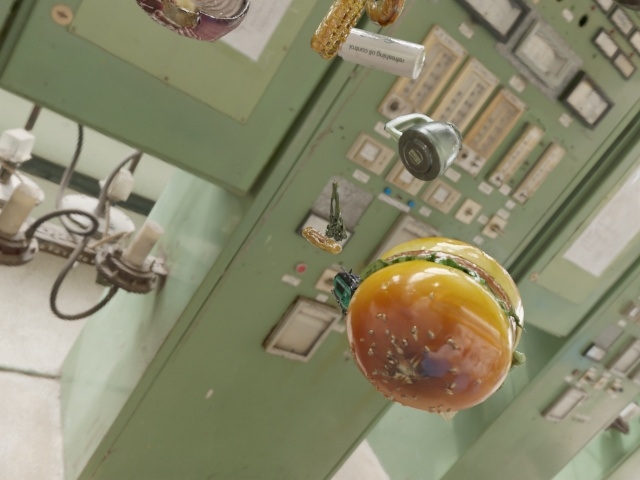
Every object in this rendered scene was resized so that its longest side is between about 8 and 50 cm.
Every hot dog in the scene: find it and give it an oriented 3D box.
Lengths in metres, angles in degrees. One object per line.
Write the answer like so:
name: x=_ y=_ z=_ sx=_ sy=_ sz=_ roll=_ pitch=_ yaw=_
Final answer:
hot dog: x=0.000 y=-0.001 z=1.333 sx=0.044 sy=0.028 sz=0.137 roll=-27 pitch=38 yaw=-23
hot dog: x=0.041 y=-0.444 z=1.103 sx=0.045 sy=0.165 sz=0.071 roll=36 pitch=4 yaw=36

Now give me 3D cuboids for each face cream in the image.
face cream: x=0.127 y=-0.524 z=1.497 sx=0.312 sy=0.092 sz=0.092 roll=22 pitch=11 yaw=17

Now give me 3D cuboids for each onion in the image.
onion: x=-0.290 y=-0.605 z=1.219 sx=0.267 sy=0.348 sz=0.159 roll=22 pitch=-23 yaw=-30

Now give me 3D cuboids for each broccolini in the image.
broccolini: x=0.042 y=-0.087 z=1.696 sx=0.074 sy=0.201 sz=0.058 roll=0 pitch=33 yaw=11

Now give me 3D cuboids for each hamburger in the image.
hamburger: x=0.145 y=0.125 z=0.722 sx=0.246 sy=0.246 sz=0.170 roll=37 pitch=36 yaw=7

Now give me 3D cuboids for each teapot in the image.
teapot: x=0.211 y=-0.188 z=1.081 sx=0.149 sy=0.108 sz=0.111 roll=22 pitch=-44 yaw=51

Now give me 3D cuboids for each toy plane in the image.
toy plane: x=0.127 y=0.213 z=1.855 sx=0.107 sy=0.155 sz=0.381 roll=12 pitch=22 yaw=-33

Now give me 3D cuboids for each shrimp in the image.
shrimp: x=0.173 y=-0.696 z=1.455 sx=0.068 sy=0.248 sz=0.150 roll=-3 pitch=13 yaw=-39

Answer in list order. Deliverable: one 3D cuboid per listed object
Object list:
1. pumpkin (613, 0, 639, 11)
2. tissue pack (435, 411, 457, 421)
pumpkin: x=0.668 y=-0.574 z=1.083 sx=0.233 sy=0.233 sz=0.163 roll=16 pitch=23 yaw=-49
tissue pack: x=0.231 y=0.199 z=1.165 sx=0.167 sy=0.200 sz=0.274 roll=36 pitch=10 yaw=-24
